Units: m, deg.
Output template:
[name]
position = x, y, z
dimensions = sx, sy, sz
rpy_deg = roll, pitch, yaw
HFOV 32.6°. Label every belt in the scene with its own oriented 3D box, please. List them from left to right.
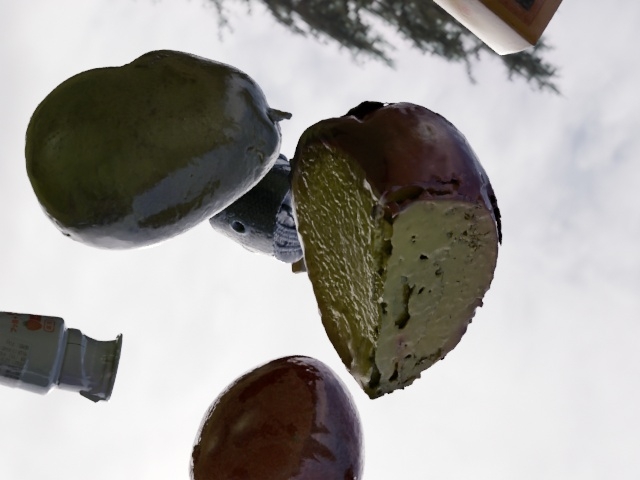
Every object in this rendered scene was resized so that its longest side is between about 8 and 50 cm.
[belt]
position = -0.074, -0.048, 1.325
dimensions = 0.128, 0.218, 0.122
rpy_deg = 23, -90, 11

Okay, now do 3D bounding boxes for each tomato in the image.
[tomato]
position = -0.030, 0.182, 0.967
dimensions = 0.167, 0.167, 0.167
rpy_deg = -32, -136, 36

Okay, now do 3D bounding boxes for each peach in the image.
[peach]
position = 0.048, 0.000, 0.633
dimensions = 0.127, 0.092, 0.172
rpy_deg = 19, -54, 59

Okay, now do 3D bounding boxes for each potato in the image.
[potato]
position = -0.148, -0.089, 1.030
dimensions = 0.251, 0.174, 0.159
rpy_deg = -17, -173, -8

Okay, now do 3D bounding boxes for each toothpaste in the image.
[toothpaste]
position = -0.258, 0.068, 0.763
dimensions = 0.089, 0.234, 0.057
rpy_deg = 172, -71, -75

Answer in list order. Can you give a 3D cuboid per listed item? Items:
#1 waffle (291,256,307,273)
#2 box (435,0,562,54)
[waffle]
position = 0.000, 0.000, 1.588
dimensions = 0.021, 0.135, 0.092
rpy_deg = 4, -86, 32
[box]
position = 0.206, -0.352, 1.118
dimensions = 0.274, 0.174, 0.076
rpy_deg = -58, -163, -10
